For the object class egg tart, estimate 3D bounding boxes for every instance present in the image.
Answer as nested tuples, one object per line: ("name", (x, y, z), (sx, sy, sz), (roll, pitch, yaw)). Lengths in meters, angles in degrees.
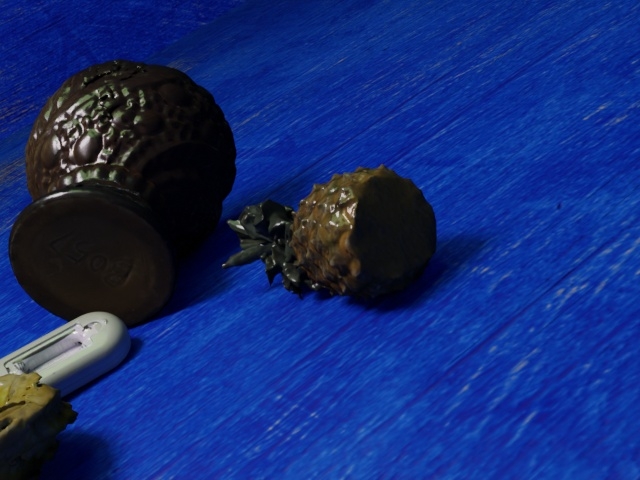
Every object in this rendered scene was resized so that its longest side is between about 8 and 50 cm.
("egg tart", (-0.341, 0.220, 0.889), (0.291, 0.107, 0.291), (-25, 8, 4))

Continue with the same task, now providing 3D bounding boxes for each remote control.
("remote control", (-0.306, 0.143, 1.082), (0.221, 0.042, 0.078), (-28, 44, -20))

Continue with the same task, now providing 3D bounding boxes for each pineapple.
("pineapple", (0.000, -0.001, 1.008), (0.128, 0.128, 0.248), (-40, 18, -31))

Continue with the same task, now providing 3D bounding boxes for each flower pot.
("flower pot", (-0.243, -0.047, 1.231), (0.267, 0.266, 0.267), (-20, 33, 17))
